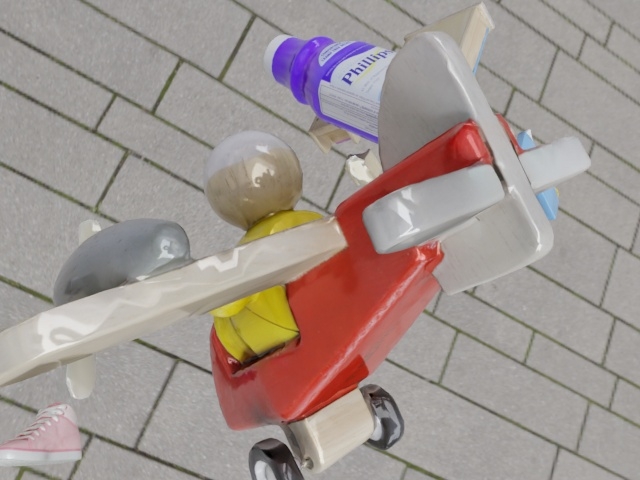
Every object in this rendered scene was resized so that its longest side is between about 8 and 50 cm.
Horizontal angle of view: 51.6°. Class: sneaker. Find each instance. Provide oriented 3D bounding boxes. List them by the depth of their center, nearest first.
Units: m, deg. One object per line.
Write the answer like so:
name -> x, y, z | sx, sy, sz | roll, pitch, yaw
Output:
sneaker -> -0.327, 0.223, 0.766 | 0.051, 0.134, 0.070 | -11, 72, 14

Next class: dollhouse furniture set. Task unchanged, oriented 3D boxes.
dollhouse furniture set -> 0.201, -0.158, 1.050 | 0.303, 0.286, 0.198 | 51, 45, -29

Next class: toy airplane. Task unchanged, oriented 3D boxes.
toy airplane -> 0.000, 0.000, 0.511 | 0.384, 0.386, 0.272 | -40, 66, 3

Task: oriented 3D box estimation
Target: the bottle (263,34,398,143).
bottle -> 0.045, -0.198, 0.844 | 0.118, 0.283, 0.092 | -39, 141, -27
